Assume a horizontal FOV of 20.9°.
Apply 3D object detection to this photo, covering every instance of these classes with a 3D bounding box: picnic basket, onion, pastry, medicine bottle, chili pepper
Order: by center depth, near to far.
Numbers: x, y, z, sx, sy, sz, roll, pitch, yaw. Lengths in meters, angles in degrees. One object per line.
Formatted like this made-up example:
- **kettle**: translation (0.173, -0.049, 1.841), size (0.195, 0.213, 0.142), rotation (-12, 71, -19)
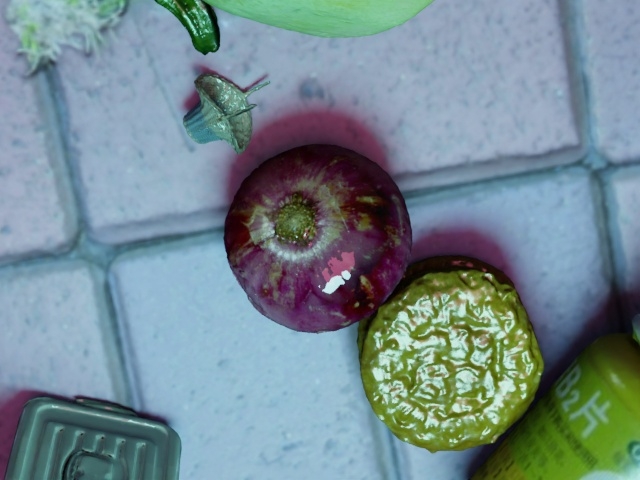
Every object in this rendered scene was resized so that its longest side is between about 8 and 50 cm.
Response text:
- **chili pepper**: translation (-0.166, -0.234, 1.588), size (0.182, 0.050, 0.073), rotation (23, 96, -13)
- **onion**: translation (-0.002, -0.003, 1.615), size (0.177, 0.153, 0.177), rotation (4, 103, 19)
- **picnic basket**: translation (-0.086, -0.122, 1.621), size (0.083, 0.065, 0.083), rotation (-28, 102, 26)
- **medicine bottle**: translation (0.315, 0.197, 1.631), size (0.224, 0.224, 0.384), rotation (37, 105, -13)
- **pastry**: translation (0.124, 0.107, 1.674), size (0.189, 0.103, 0.188), rotation (-1, 106, -4)

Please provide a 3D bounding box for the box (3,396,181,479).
- **box**: translation (-0.225, 0.271, 1.636), size (0.163, 0.243, 0.135), rotation (12, 117, -8)

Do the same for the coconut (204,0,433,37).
- **coconut**: translation (0.011, -0.325, 1.467), size (0.328, 0.281, 0.328), rotation (-3, 94, -46)
